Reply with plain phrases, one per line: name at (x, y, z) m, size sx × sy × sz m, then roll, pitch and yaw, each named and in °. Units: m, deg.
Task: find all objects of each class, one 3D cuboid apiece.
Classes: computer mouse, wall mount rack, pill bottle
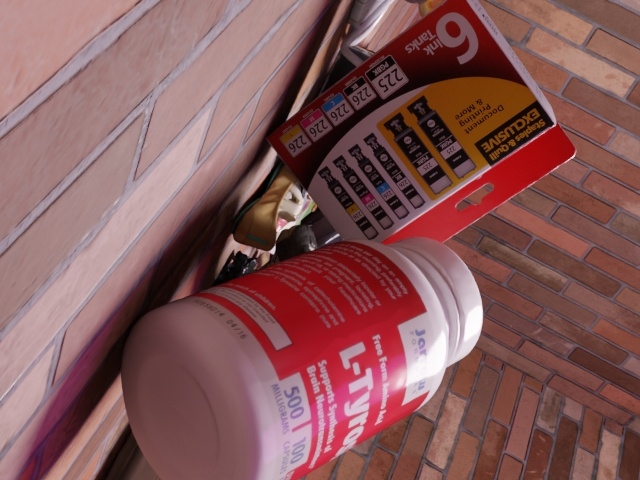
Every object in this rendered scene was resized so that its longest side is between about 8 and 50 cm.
computer mouse at (0.000, 0.000, 1.826) m, size 0.060 × 0.262 × 0.184 m, roll 49°, pitch 35°, yaw -44°
wall mount rack at (0.167, -0.391, 1.385) m, size 0.304 × 0.130 × 0.350 m, roll -47°, pitch 173°, yaw -23°
pill bottle at (-0.003, 0.129, 1.112) m, size 0.408 × 0.229 × 0.229 m, roll -20°, pitch 148°, yaw -41°

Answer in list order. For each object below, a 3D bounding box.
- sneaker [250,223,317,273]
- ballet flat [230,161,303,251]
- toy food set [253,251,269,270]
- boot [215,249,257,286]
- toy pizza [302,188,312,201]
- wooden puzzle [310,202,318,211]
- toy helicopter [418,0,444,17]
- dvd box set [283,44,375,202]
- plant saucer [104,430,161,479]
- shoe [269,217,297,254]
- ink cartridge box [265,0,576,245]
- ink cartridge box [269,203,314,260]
sneaker at (-0.093, 0.109, 1.412) m, size 0.410 × 0.182 × 0.158 m, roll 106°, pitch -25°, yaw -63°
ballet flat at (-0.066, -0.046, 1.461) m, size 0.080 × 0.073 × 0.232 m, roll -65°, pitch 177°, yaw 33°
toy food set at (-0.143, 0.082, 1.925) m, size 0.192 × 0.039 × 0.132 m, roll -14°, pitch 125°, yaw -80°
boot at (-0.142, 0.072, 1.565) m, size 0.099 × 0.045 × 0.121 m, roll -58°, pitch 171°, yaw -11°
toy pizza at (0.032, -0.146, 1.519) m, size 0.201 × 0.032 × 0.201 m, roll -60°, pitch 174°, yaw -11°
wooden puzzle at (0.011, -0.094, 1.835) m, size 0.116 × 0.014 × 0.078 m, roll -59°, pitch 178°, yaw -38°
toy helicopter at (0.297, -0.533, 1.735) m, size 0.355 × 0.235 × 0.140 m, roll -61°, pitch 178°, yaw -6°
dvd box set at (0.024, -0.207, 1.751) m, size 0.307 × 0.062 × 0.420 m, roll -62°, pitch 178°, yaw 13°
plant saucer at (-0.263, 0.354, 1.552) m, size 0.400 × 0.101 × 0.400 m, roll -61°, pitch 178°, yaw -3°
shoe at (-0.076, -0.016, 1.760) m, size 0.081 × 0.063 × 0.178 m, roll -57°, pitch 174°, yaw -1°
ink cartridge box at (0.139, -0.127, 1.261) m, size 0.309 × 0.272 × 0.130 m, roll -35°, pitch -173°, yaw 19°
ink cartridge box at (-0.042, -0.054, 2.280) m, size 0.171 × 0.056 × 0.235 m, roll -59°, pitch 179°, yaw -44°
